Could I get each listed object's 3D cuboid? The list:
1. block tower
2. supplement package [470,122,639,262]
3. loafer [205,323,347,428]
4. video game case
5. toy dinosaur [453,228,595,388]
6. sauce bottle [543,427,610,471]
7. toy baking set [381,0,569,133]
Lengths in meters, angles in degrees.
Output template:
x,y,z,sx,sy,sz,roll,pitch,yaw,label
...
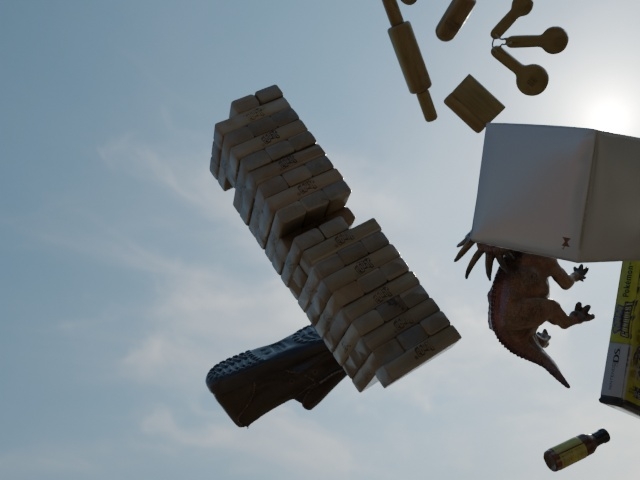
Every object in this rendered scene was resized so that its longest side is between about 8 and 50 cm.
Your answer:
x,y,z,sx,sy,sz,roll,pitch,yaw,label
0.000,0.000,0.770,0.091,0.335,0.097,-27,-20,-24,block tower
0.231,-0.041,0.640,0.179,0.105,0.105,-1,11,-42,supplement package
-0.025,0.240,1.363,0.365,0.130,0.134,-18,12,-11,loafer
0.479,0.130,1.024,0.035,0.248,0.274,1,-18,46,video game case
0.293,0.073,1.106,0.200,0.296,0.127,7,-14,-33,toy dinosaur
0.458,0.370,1.305,0.128,0.042,0.042,-16,-32,-18,sauce bottle
0.167,-0.252,0.837,0.196,0.030,0.256,-17,-72,32,toy baking set
